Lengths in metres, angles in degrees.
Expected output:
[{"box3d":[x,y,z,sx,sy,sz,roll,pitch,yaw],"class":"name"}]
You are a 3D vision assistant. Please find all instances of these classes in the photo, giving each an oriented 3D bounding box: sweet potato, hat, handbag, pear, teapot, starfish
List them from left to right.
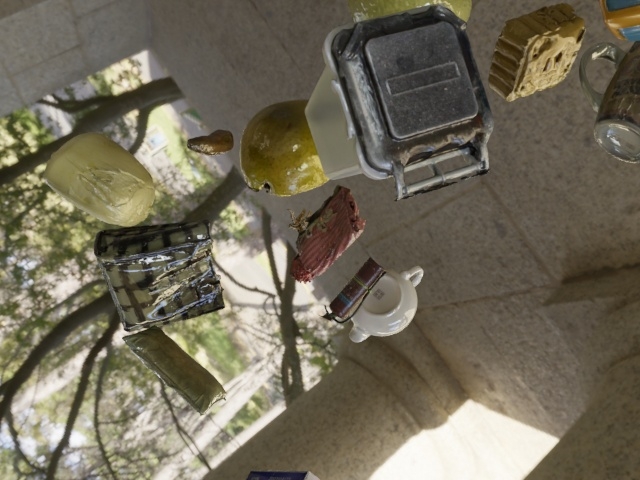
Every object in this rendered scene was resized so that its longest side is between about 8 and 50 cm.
[{"box3d":[-0.467,0.104,1.612,0.162,0.327,0.325,-111,13,-50],"class":"handbag"},{"box3d":[-0.300,-0.270,1.510,0.075,0.075,0.273,58,-166,-9],"class":"sweet potato"},{"box3d":[-0.092,-0.331,1.719,0.341,0.386,0.191,17,144,21],"class":"pear"},{"box3d":[-0.071,-0.044,1.801,0.041,0.133,0.130,-27,80,43],"class":"starfish"},{"box3d":[0.000,0.000,1.428,0.107,0.286,0.236,26,-152,-21],"class":"hat"},{"box3d":[0.191,0.176,1.585,0.204,0.298,0.139,49,173,32],"class":"teapot"}]

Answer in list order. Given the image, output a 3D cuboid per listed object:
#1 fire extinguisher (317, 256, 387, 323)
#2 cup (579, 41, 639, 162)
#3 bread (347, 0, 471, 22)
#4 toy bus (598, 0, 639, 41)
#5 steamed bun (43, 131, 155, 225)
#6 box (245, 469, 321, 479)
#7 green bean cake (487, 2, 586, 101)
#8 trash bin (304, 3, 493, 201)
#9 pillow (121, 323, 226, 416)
[{"box3d":[0.054,0.089,0.892,0.056,0.132,0.039,43,-176,36],"class":"fire extinguisher"},{"box3d":[0.700,-0.329,1.191,0.301,0.257,0.227,38,170,28],"class":"cup"},{"box3d":[0.234,-0.629,1.387,0.237,0.320,0.320,-29,97,48],"class":"bread"},{"box3d":[0.541,-0.411,0.904,0.126,0.210,0.136,0,95,38],"class":"toy bus"},{"box3d":[-0.507,-0.149,1.301,0.232,0.166,0.273,32,-177,-3],"class":"steamed bun"},{"box3d":[-0.009,0.613,1.165,0.200,0.106,0.299,-22,124,43],"class":"box"},{"box3d":[0.596,-0.517,1.492,0.131,0.224,0.229,58,162,33],"class":"green bean cake"},{"box3d":[0.118,-0.218,0.998,0.368,0.256,0.295,171,79,-74],"class":"trash bin"},{"box3d":[-0.384,0.346,1.455,0.302,0.075,0.185,42,-174,7],"class":"pillow"}]
